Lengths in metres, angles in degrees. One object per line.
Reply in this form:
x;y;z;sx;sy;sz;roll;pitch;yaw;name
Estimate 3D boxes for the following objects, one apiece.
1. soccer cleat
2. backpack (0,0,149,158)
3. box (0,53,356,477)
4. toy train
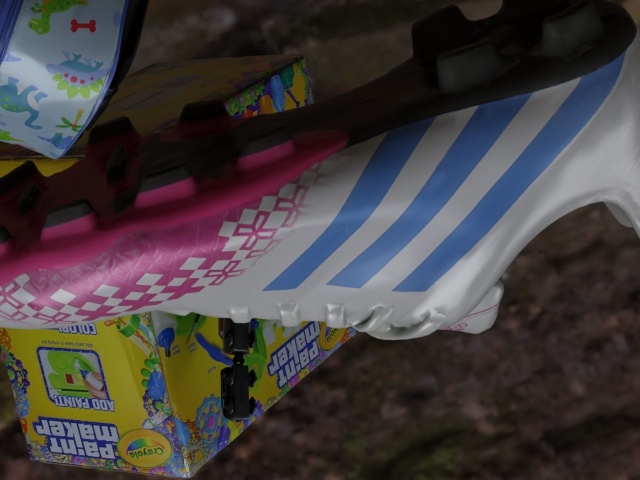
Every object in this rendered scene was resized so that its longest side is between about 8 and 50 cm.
0.000;0.000;0.690;0.331;0.143;0.116;-19;-157;3;soccer cleat
-0.111;-0.094;0.587;0.084;0.114;0.105;14;154;-19;backpack
-0.130;0.012;1.363;0.177;0.279;0.290;0;-159;31;box
-0.067;0.066;1.243;0.027;0.158;0.036;5;164;-22;toy train
